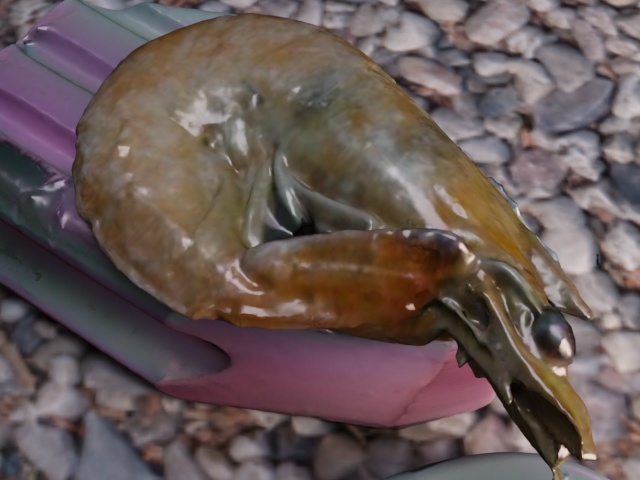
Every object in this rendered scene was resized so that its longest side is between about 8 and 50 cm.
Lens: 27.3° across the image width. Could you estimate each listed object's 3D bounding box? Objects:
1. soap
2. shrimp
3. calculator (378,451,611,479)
[{"bbox_3d":[-0.041,-0.012,0.720,0.323,0.109,0.193,29,56,19],"label":"soap"},{"bbox_3d":[0.000,0.000,0.608,0.168,0.077,0.317,-33,56,-15],"label":"shrimp"},{"bbox_3d":[0.042,0.198,0.600,0.298,0.041,0.185,-22,56,-22],"label":"calculator"}]
